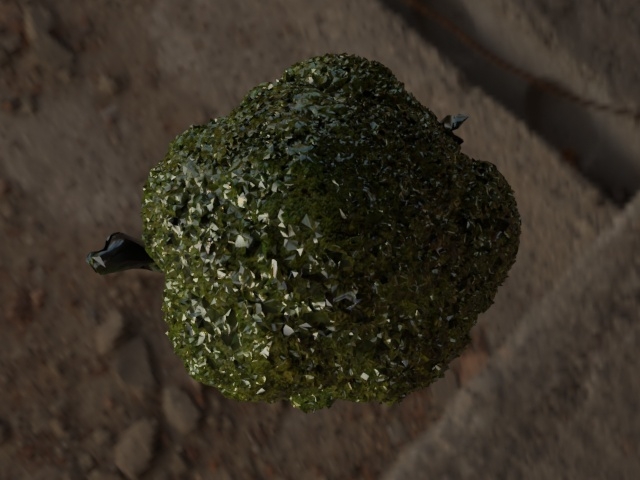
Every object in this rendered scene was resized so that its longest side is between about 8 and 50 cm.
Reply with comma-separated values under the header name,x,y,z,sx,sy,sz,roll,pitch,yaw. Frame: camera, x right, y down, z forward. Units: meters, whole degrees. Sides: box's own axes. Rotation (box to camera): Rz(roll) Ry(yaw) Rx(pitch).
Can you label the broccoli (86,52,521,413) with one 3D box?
name,x,y,z,sx,sy,sz,roll,pitch,yaw
broccoli,0.000,0.000,0.680,0.130,0.120,0.131,33,82,7
